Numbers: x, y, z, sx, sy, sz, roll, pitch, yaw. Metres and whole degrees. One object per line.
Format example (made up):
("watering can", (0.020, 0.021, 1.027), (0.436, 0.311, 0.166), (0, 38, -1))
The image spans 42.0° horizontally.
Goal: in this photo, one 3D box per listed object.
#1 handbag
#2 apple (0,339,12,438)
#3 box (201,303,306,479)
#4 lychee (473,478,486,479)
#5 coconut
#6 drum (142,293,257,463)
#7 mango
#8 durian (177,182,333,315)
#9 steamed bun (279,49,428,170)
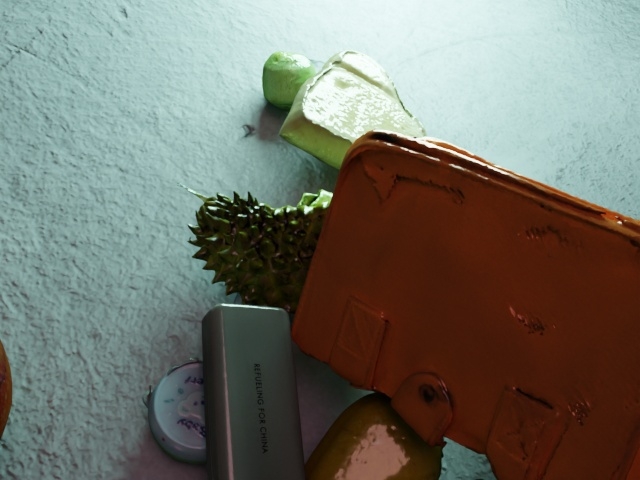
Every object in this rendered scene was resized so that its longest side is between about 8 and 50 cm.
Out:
("handbag", (0.167, 0.075, 0.870), (0.410, 0.303, 0.116), (29, 19, 36))
("apple", (-0.451, 0.146, 0.823), (0.251, 0.206, 0.272), (43, 23, 30))
("box", (-0.076, 0.191, 0.933), (0.103, 0.055, 0.244), (7, 61, -26))
("lychee", (0.148, 0.375, 0.816), (0.255, 0.255, 0.274), (10, 70, -7))
("coconut", (-0.046, -0.234, 1.243), (0.088, 0.096, 0.088), (-2, 29, 1))
("drum", (-0.105, 0.158, 1.011), (0.130, 0.049, 0.253), (34, 54, 8))
("mango", (0.057, 0.257, 0.962), (0.195, 0.098, 0.137), (-27, 72, -19))
("durian", (-0.001, 0.003, 1.096), (0.355, 0.157, 0.169), (0, 24, -26))
("steamed bun", (0.050, -0.170, 1.215), (0.231, 0.110, 0.212), (24, 47, -20))
